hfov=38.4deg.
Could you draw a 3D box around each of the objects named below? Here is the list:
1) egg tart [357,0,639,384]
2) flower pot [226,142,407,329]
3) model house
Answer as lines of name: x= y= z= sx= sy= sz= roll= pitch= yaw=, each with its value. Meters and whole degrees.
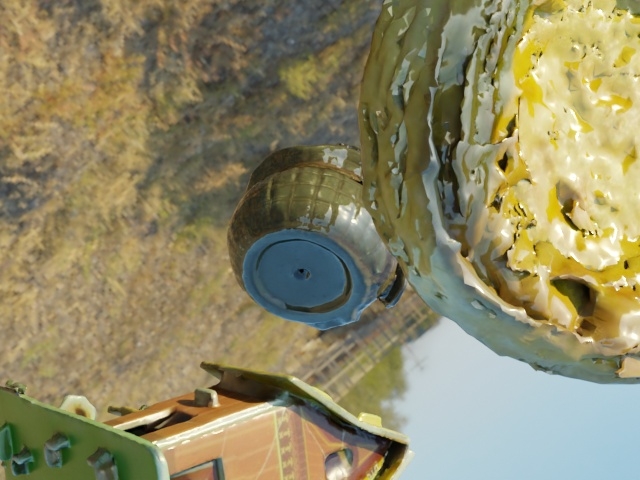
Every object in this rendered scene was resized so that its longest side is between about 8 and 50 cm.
egg tart: x=0.147 y=-0.066 z=0.487 sx=0.291 sy=0.290 sz=0.107 roll=-39 pitch=-173 yaw=-14
flower pot: x=0.000 y=0.000 z=1.526 sx=0.302 sy=0.302 sz=0.213 roll=-47 pitch=-158 yaw=39
model house: x=-0.091 y=0.281 z=0.885 sx=0.324 sy=0.340 sz=0.300 roll=-12 pitch=-171 yaw=-40
